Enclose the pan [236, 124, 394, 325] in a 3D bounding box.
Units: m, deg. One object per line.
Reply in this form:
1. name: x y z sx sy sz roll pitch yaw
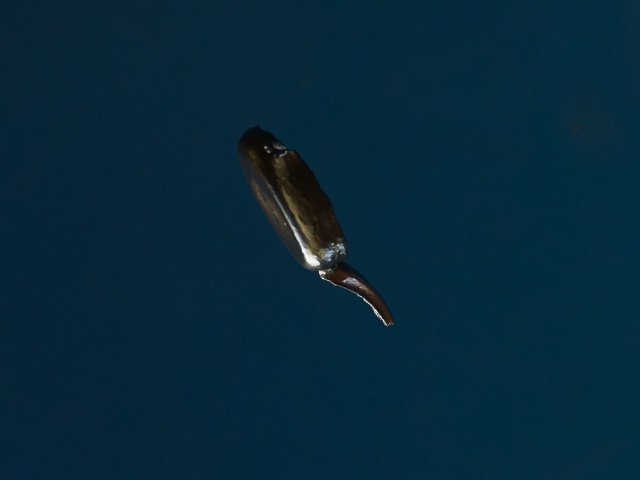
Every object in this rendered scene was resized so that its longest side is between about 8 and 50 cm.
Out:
1. pan: -0.002 0.002 1.078 0.040 0.115 0.212 -37 -48 -4
